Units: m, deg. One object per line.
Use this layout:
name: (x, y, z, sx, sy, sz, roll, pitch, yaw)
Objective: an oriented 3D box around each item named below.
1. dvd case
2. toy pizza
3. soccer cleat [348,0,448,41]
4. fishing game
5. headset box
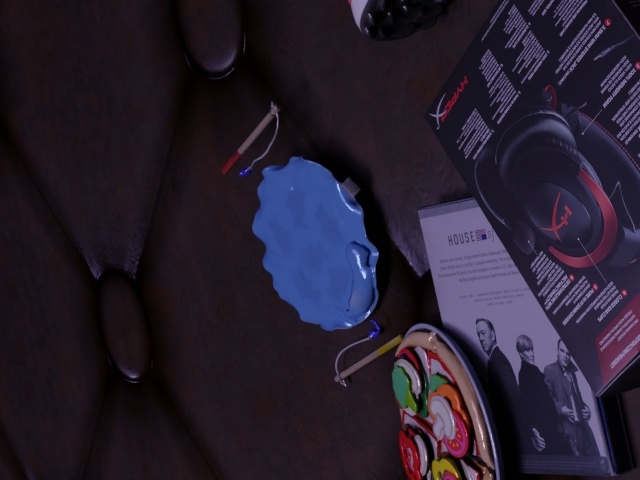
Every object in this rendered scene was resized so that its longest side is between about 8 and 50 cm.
dvd case: (0.166, 0.077, 1.246, 0.179, 0.029, 0.239, -11, 91, 58)
toy pizza: (0.104, 0.173, 1.329, 0.201, 0.032, 0.201, 167, 90, -71)
soccer cleat: (0.088, -0.298, 1.172, 0.116, 0.108, 0.318, 64, 148, 27)
fishing game: (0.000, 0.000, 1.465, 0.264, 0.041, 0.189, 60, 144, 12)
headset box: (0.222, -0.049, 1.042, 0.293, 0.110, 0.218, 61, 144, 24)
